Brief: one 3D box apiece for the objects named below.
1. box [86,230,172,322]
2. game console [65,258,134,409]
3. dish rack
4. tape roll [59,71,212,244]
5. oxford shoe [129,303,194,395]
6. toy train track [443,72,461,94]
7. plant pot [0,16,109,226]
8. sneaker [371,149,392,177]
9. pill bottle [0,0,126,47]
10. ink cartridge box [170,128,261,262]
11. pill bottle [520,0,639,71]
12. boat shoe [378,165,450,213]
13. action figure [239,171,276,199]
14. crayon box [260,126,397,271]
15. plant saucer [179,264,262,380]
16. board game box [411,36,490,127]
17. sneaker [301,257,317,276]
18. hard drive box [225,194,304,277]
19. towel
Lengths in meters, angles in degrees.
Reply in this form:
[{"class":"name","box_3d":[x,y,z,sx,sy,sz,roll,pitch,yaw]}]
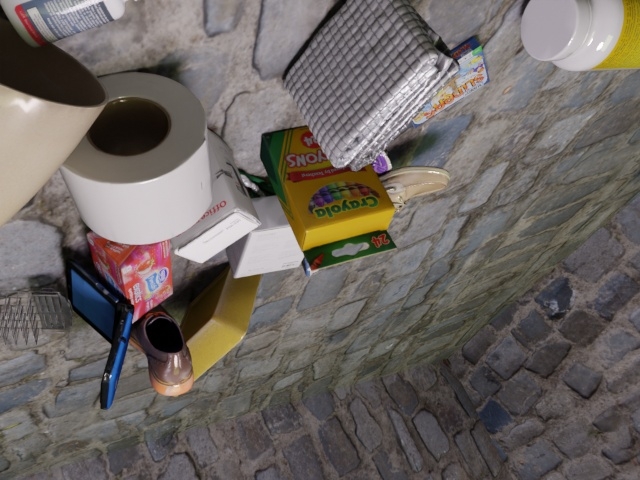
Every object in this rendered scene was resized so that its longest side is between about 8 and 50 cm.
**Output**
[{"class":"box","box_3d":[-0.424,0.059,1.293,0.128,0.123,0.256,-39,161,-32]},{"class":"game console","box_3d":[-0.532,0.225,1.310,0.173,0.250,0.293,14,148,-13]},{"class":"dish rack","box_3d":[-0.718,0.182,1.312,0.272,0.074,0.208,2,145,-16]},{"class":"tape roll","box_3d":[-0.309,-0.138,0.961,0.246,0.246,0.169,-16,151,-17]},{"class":"oxford shoe","box_3d":[-0.402,0.217,1.420,0.130,0.364,0.132,-13,125,-31]},{"class":"toy train track","box_3d":[0.289,-0.344,1.254,0.048,0.014,0.083,-40,155,12]},{"class":"plant pot","box_3d":[-0.463,-0.133,0.761,0.257,0.256,0.274,11,119,-48]},{"class":"sneaker","box_3d":[0.137,-0.182,1.431,0.071,0.068,0.170,-15,152,-6]},{"class":"pill bottle","box_3d":[-0.322,-0.337,0.755,0.180,0.108,0.108,-22,152,-5]},{"class":"ink cartridge box","box_3d":[-0.233,-0.089,1.130,0.159,0.217,0.092,-32,151,14]},{"class":"pill bottle","box_3d":[0.595,-0.454,1.199,0.334,0.187,0.188,-10,148,-27]},{"class":"boat shoe","box_3d":[0.174,-0.111,1.421,0.302,0.098,0.109,-9,159,16]},{"class":"action figure","box_3d":[-0.166,-0.103,1.333,0.137,0.063,0.232,-32,148,19]},{"class":"crayon box","box_3d":[0.019,-0.105,1.197,0.202,0.318,0.081,-15,150,-19]},{"class":"plant saucer","box_3d":[-0.302,0.213,1.565,0.081,0.332,0.333,37,120,-19]},{"class":"board game box","box_3d":[0.275,-0.351,1.283,0.201,0.035,0.136,-31,151,12]},{"class":"sneaker","box_3d":[0.000,0.000,1.581,0.131,0.111,0.296,-19,152,-12]},{"class":"hard drive box","box_3d":[-0.116,-0.011,1.371,0.181,0.089,0.232,-10,154,-24]},{"class":"towel","box_3d":[0.085,-0.297,1.016,0.121,0.235,0.284,2,143,-47]}]
